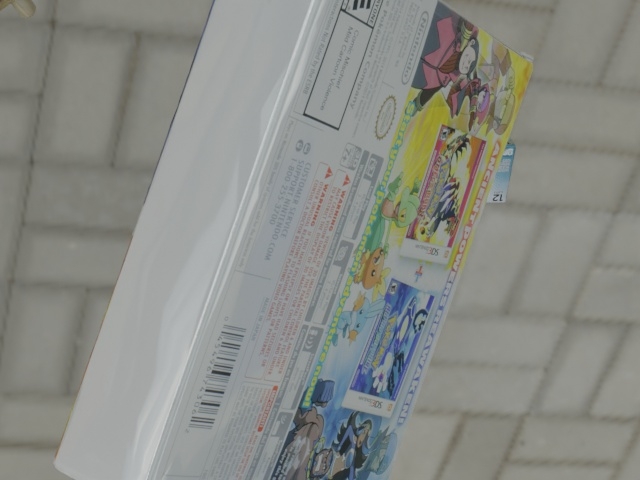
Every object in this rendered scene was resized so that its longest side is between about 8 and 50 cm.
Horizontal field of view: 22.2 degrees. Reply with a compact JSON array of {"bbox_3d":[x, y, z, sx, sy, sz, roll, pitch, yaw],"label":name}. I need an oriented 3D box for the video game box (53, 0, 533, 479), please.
[{"bbox_3d":[0.000,0.000,0.620,0.187,0.048,0.205,18,92,-59],"label":"video game box"}]

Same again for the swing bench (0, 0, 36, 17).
[{"bbox_3d":[-0.439,-0.305,1.534,0.165,0.253,0.254,-46,143,-30],"label":"swing bench"}]

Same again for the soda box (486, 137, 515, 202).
[{"bbox_3d":[0.071,-0.070,1.404,0.183,0.063,0.058,-2,122,-12],"label":"soda box"}]
